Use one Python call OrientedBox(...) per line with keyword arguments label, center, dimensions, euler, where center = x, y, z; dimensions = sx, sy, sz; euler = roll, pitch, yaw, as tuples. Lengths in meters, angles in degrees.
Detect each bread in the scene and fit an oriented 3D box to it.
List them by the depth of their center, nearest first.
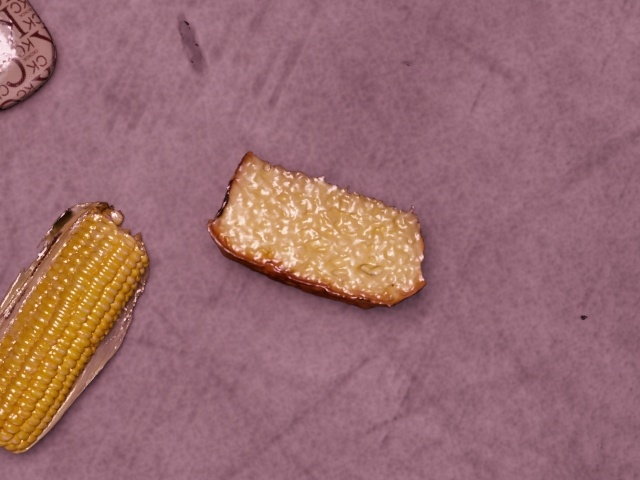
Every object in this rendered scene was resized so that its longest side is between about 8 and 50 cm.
OrientedBox(label="bread", center=(-0.007, 0.000, 1.346), dimensions=(0.260, 0.134, 0.129), euler=(21, 76, -11))

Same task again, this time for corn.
OrientedBox(label="corn", center=(-0.306, 0.097, 1.324), dimensions=(0.123, 0.122, 0.305), euler=(31, 83, 23))

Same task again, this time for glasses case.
OrientedBox(label="glasses case", center=(-0.443, -0.311, 1.322), dimensions=(0.137, 0.085, 0.355), euler=(-35, 93, -5))
